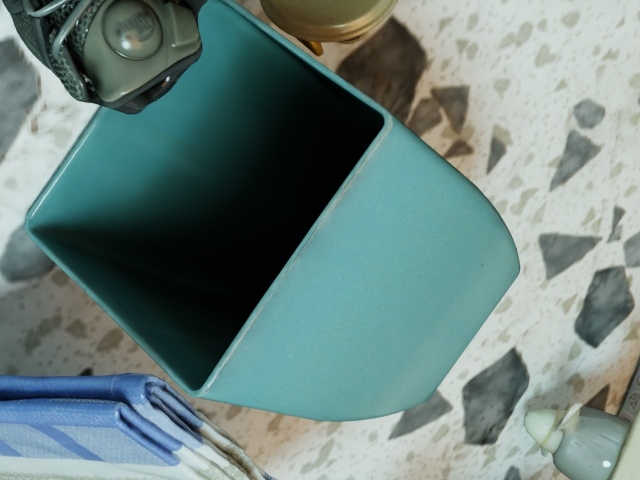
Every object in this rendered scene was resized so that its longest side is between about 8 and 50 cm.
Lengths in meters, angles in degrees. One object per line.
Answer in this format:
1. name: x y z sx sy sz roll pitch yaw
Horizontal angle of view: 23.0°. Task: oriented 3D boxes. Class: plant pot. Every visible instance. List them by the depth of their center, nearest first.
1. plant pot: 0.000 0.000 0.877 0.165 0.166 0.234 -55 143 6

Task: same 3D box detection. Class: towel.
1. towel: -0.104 0.138 0.879 0.285 0.209 0.034 45 51 -48

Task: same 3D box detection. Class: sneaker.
1. sneaker: -0.119 -0.141 0.690 0.087 0.130 0.227 -41 136 -13

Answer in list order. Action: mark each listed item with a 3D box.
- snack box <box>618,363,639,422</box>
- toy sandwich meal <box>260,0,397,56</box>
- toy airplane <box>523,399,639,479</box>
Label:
1. snack box: 0.309 0.109 1.317 0.100 0.037 0.141 -7 124 -40
2. toy sandwich meal: 0.004 -0.135 0.837 0.085 0.085 0.029 -39 154 -12
3. toy airplane: 0.180 0.321 1.189 0.386 0.272 0.384 -25 103 -7
